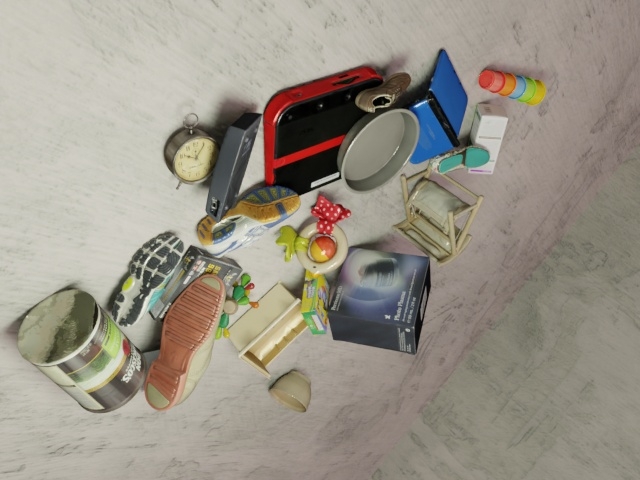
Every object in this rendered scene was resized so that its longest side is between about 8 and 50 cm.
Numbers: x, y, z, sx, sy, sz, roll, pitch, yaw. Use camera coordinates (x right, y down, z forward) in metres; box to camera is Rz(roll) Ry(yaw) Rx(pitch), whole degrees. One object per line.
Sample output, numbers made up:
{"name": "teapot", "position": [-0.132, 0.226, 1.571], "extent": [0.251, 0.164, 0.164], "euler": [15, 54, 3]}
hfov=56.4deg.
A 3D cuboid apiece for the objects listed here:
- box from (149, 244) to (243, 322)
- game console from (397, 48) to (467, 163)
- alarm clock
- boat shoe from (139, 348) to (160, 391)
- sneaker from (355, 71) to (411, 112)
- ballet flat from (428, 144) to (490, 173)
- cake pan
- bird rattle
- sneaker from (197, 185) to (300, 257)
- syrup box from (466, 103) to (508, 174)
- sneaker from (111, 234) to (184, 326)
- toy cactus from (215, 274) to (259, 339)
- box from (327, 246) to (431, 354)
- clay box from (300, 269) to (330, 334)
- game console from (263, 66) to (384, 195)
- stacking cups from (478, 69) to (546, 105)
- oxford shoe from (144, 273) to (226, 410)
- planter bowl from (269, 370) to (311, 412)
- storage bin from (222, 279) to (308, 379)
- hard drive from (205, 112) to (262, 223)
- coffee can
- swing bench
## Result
{"name": "box", "position": [-0.356, 0.139, 1.709], "extent": [0.231, 0.056, 0.183], "euler": [-53, 143, 9]}
{"name": "game console", "position": [0.343, -0.418, 1.917], "extent": [0.250, 0.174, 0.293], "euler": [-23, 148, 20]}
{"name": "alarm clock", "position": [-0.305, -0.218, 1.421], "extent": [0.129, 0.064, 0.192], "euler": [-22, 140, -30]}
{"name": "boat shoe", "position": [-0.463, 0.365, 1.780], "extent": [0.301, 0.108, 0.102], "euler": [-30, 165, -26]}
{"name": "sneaker", "position": [0.187, -0.398, 1.641], "extent": [0.188, 0.071, 0.066], "euler": [-31, 145, -19]}
{"name": "ballet flat", "position": [0.476, -0.288, 2.068], "extent": [0.240, 0.077, 0.091], "euler": [-11, 120, -26]}
{"name": "cake pan", "position": [0.167, -0.271, 1.772], "extent": [0.293, 0.054, 0.293], "euler": [-27, 144, -22]}
{"name": "bird rattle", "position": [0.000, 0.000, 1.831], "extent": [0.253, 0.207, 0.143], "euler": [-32, 161, -4]}
{"name": "sneaker", "position": [-0.192, -0.051, 1.657], "extent": [0.296, 0.112, 0.131], "euler": [-22, 152, -6]}
{"name": "syrup box", "position": [0.585, -0.358, 2.129], "extent": [0.096, 0.093, 0.237], "euler": [4, 131, -1]}
{"name": "sneaker", "position": [-0.448, 0.102, 1.571], "extent": [0.275, 0.107, 0.110], "euler": [-55, 172, 4]}
{"name": "toy cactus", "position": [-0.263, 0.206, 1.788], "extent": [0.219, 0.112, 0.180], "euler": [-52, -179, -7]}
{"name": "box", "position": [0.206, 0.199, 2.035], "extent": [0.183, 0.293, 0.296], "euler": [76, 27, -48]}
{"name": "clay box", "position": [-0.012, 0.183, 1.966], "extent": [0.053, 0.222, 0.128], "euler": [-9, 134, 17]}
{"name": "game console", "position": [0.010, -0.294, 1.686], "extent": [0.386, 0.060, 0.342], "euler": [-24, 143, -27]}
{"name": "stacking cups", "position": [0.660, -0.540, 2.084], "extent": [0.316, 0.096, 0.096], "euler": [0, 124, -39]}
{"name": "oxford shoe", "position": [-0.361, 0.278, 1.676], "extent": [0.397, 0.140, 0.146], "euler": [-63, 160, 3]}
{"name": "planter bowl", "position": [-0.101, 0.574, 2.304], "extent": [0.109, 0.162, 0.162], "euler": [-58, 152, -32]}
{"name": "storage bin", "position": [-0.150, 0.308, 2.016], "extent": [0.262, 0.123, 0.260], "euler": [-43, 143, -6]}
{"name": "hard drive", "position": [-0.217, -0.186, 1.478], "extent": [0.172, 0.054, 0.255], "euler": [-69, 180, -61]}
{"name": "coffee can", "position": [-0.585, 0.281, 1.489], "extent": [0.201, 0.201, 0.275], "euler": [-36, 142, -15]}
{"name": "swing bench", "position": [0.402, -0.090, 2.088], "extent": [0.165, 0.253, 0.255], "euler": [-25, 139, -27]}
